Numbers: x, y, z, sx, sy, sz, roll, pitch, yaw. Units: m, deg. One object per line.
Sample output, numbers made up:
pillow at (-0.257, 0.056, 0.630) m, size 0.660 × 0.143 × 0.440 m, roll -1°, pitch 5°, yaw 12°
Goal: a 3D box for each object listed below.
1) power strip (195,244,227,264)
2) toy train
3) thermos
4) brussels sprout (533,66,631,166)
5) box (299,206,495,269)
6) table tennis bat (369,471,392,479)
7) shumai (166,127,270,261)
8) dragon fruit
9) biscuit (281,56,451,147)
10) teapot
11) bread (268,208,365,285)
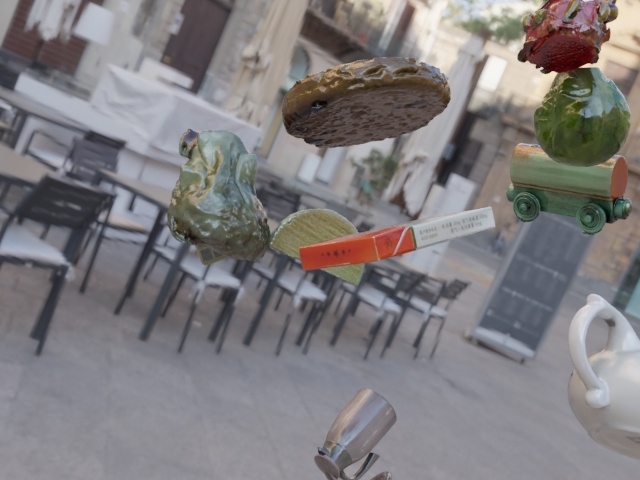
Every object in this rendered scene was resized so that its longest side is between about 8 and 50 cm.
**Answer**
power strip at (-0.183, -0.005, 1.879) m, size 0.169 × 0.076 × 0.028 m, roll -18°, pitch 3°, yaw 25°
toy train at (0.526, -0.121, 1.975) m, size 0.285 × 0.177 × 0.116 m, roll 14°, pitch 27°, yaw 42°
thermos at (0.072, 0.426, 1.937) m, size 0.105 × 0.193 × 0.137 m, roll -2°, pitch -56°, yaw 46°
brussels sprout at (0.477, -0.222, 1.674) m, size 0.161 × 0.180 × 0.144 m, roll 13°, pitch 4°, yaw 44°
box at (0.104, -0.004, 1.208) m, size 0.245 × 0.035 × 0.139 m, roll -12°, pitch 2°, yaw -43°
table tennis bat at (0.090, 0.465, 1.456) m, size 0.119 × 0.170 × 0.107 m, roll 45°, pitch -27°, yaw -1°
shumai at (-0.172, -0.086, 1.652) m, size 0.189 × 0.218 × 0.256 m, roll 10°, pitch 4°, yaw -10°
dragon fruit at (0.442, -0.371, 1.610) m, size 0.150 × 0.208 × 0.133 m, roll 53°, pitch -15°, yaw 8°
biscuit at (0.071, -0.223, 1.480) m, size 0.296 × 0.075 × 0.296 m, roll -9°, pitch -9°, yaw -2°
teapot at (0.406, 0.189, 1.142) m, size 0.298 × 0.139 × 0.204 m, roll 35°, pitch -22°, yaw -31°
bread at (0.005, -0.002, 1.721) m, size 0.193 × 0.112 × 0.036 m, roll 24°, pitch -3°, yaw -14°
